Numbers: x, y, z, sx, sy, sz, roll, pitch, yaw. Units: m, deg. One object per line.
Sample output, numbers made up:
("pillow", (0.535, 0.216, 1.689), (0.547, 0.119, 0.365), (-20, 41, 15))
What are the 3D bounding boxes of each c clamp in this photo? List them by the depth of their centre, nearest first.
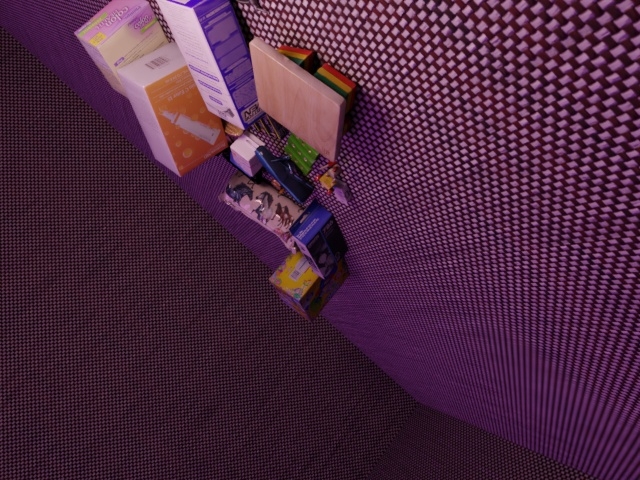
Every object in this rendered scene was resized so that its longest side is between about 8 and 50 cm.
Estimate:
("c clamp", (-0.180, -0.564, 1.109), (0.137, 0.022, 0.161), (32, 165, 47))

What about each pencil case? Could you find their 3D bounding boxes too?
("pencil case", (-0.211, -0.117, 2.112), (0.410, 0.184, 0.160), (36, 164, 14))

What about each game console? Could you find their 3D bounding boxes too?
("game console", (-0.366, -0.355, 2.013), (0.361, 0.044, 0.213), (39, 163, 7))

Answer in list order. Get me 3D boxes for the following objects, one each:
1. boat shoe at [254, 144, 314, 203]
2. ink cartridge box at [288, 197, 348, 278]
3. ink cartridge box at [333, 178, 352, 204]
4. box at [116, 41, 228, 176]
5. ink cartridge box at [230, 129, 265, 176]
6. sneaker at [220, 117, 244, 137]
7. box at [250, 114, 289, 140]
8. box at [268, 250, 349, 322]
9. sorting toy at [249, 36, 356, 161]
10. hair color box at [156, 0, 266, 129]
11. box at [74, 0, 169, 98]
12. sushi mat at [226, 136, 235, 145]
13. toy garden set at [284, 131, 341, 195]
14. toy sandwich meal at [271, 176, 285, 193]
("boat shoe", (-0.121, -0.238, 1.752), (0.258, 0.089, 0.109), (47, 177, -39))
("ink cartridge box", (0.000, 0.000, 1.964), (0.065, 0.165, 0.333), (30, 163, 33))
("ink cartridge box", (0.068, -0.153, 1.632), (0.048, 0.028, 0.083), (31, 161, 35))
("box", (-0.467, -0.421, 1.679), (0.168, 0.215, 0.346), (35, 152, 32))
("ink cartridge box", (-0.255, -0.314, 1.841), (0.092, 0.090, 0.143), (38, 165, 11))
("sneaker", (-0.317, -0.400, 1.819), (0.185, 0.070, 0.084), (37, 174, 35))
("box", (-0.200, -0.403, 1.554), (0.184, 0.045, 0.191), (26, 158, 37))
("box", (-0.041, 0.161, 2.270), (0.177, 0.290, 0.279), (33, 163, 24))
("sorting toy", (-0.034, -0.346, 1.228), (0.255, 0.089, 0.257), (38, 165, 10))
("hair color box", (-0.266, -0.470, 1.321), (0.185, 0.110, 0.339), (34, 155, 37))
("box", (-0.600, -0.604, 1.623), (0.117, 0.214, 0.243), (34, 164, 20))
("sushi mat", (-0.429, -0.418, 2.103), (0.316, 0.019, 0.151), (28, 160, 38))
("toy garden set", (-0.007, -0.246, 1.501), (0.204, 0.049, 0.244), (49, 163, 1))
("toy sandwich meal", (-0.168, -0.215, 2.021), (0.085, 0.029, 0.086), (37, 164, 12))
